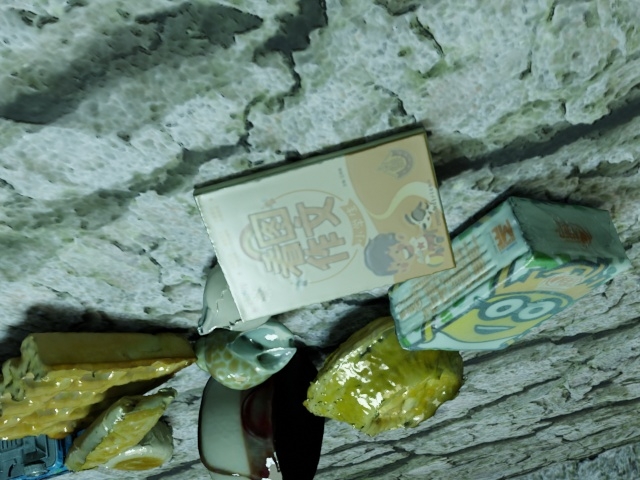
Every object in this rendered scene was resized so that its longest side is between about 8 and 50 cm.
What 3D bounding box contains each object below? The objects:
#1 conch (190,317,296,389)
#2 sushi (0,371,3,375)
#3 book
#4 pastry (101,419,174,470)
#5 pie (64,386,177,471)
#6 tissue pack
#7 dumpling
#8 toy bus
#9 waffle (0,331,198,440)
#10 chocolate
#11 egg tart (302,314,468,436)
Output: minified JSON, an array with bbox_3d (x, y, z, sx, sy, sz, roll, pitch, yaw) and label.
[{"bbox_3d":[-0.123,0.183,1.529,0.173,0.106,0.116,-40,127,11],"label":"conch"},{"bbox_3d":[-0.638,0.255,1.481,0.264,0.050,0.290,-14,153,1],"label":"sushi"},{"bbox_3d":[0.011,-0.014,1.177,0.295,0.020,0.208,-15,122,4],"label":"book"},{"bbox_3d":[-0.377,0.412,1.869,0.166,0.088,0.166,-8,151,-4],"label":"pastry"},{"bbox_3d":[-0.343,0.323,1.579,0.128,0.068,0.282,-8,153,-42],"label":"pie"},{"bbox_3d":[0.285,0.060,1.441,0.228,0.128,0.311,4,149,-35],"label":"tissue pack"},{"bbox_3d":[-0.100,0.071,1.329,0.188,0.108,0.127,-50,162,26],"label":"dumpling"},{"bbox_3d":[-0.563,0.402,1.731,0.246,0.113,0.134,-20,157,17],"label":"toy bus"},{"bbox_3d":[-0.408,0.241,1.495,0.348,0.077,0.304,-33,157,33],"label":"waffle"},{"bbox_3d":[-0.118,0.335,1.691,0.186,0.283,0.283,2,158,18],"label":"chocolate"},{"bbox_3d":[0.136,0.245,1.656,0.345,0.132,0.345,-22,149,-14],"label":"egg tart"}]
